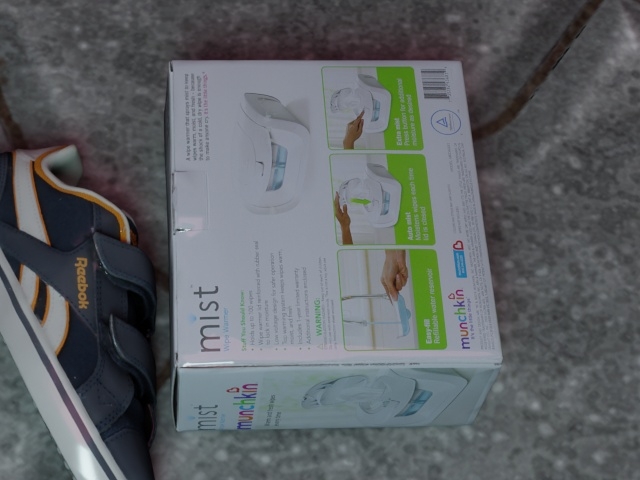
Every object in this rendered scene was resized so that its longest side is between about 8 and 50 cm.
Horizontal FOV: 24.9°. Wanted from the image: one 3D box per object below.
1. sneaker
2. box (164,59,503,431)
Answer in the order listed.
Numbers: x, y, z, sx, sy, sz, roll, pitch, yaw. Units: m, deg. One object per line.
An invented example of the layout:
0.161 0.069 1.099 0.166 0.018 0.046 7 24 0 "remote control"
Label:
-0.169 0.055 1.038 0.127 0.126 0.321 -25 64 -13 "sneaker"
0.000 0.000 1.087 0.231 0.127 0.262 -2 61 -6 "box"
